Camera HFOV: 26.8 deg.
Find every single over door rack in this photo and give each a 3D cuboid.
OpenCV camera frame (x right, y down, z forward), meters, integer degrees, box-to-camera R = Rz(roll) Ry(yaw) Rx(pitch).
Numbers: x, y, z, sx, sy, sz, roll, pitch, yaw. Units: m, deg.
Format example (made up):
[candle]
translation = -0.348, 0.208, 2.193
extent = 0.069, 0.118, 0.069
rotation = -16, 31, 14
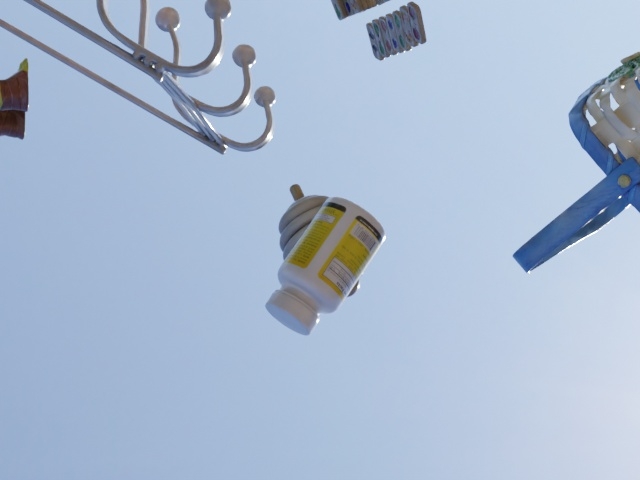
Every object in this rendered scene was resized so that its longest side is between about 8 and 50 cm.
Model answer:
[over door rack]
translation = -0.195, -0.178, 1.014
extent = 0.324, 0.108, 0.239
rotation = 19, 173, 10

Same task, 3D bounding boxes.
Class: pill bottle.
[pill bottle]
translation = 0.002, 0.024, 1.192
extent = 0.065, 0.065, 0.116
rotation = 27, -109, 23

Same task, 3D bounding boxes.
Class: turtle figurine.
[turtle figurine]
translation = -0.423, -0.158, 1.433
extent = 0.217, 0.269, 0.087
rotation = 0, -127, -16

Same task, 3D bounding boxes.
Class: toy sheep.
[toy sheep]
translation = 0.000, 0.000, 1.320
extent = 0.091, 0.091, 0.132
rotation = -13, -122, -35

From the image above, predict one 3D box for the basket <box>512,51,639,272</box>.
[basket]
translation = 0.344, -0.081, 1.380
extent = 0.201, 0.289, 0.255
rotation = 48, -149, 10

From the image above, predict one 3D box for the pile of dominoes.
[pile of dominoes]
translation = 0.070, -0.354, 1.926
extent = 0.040, 0.196, 0.251
rotation = -24, -172, -13
